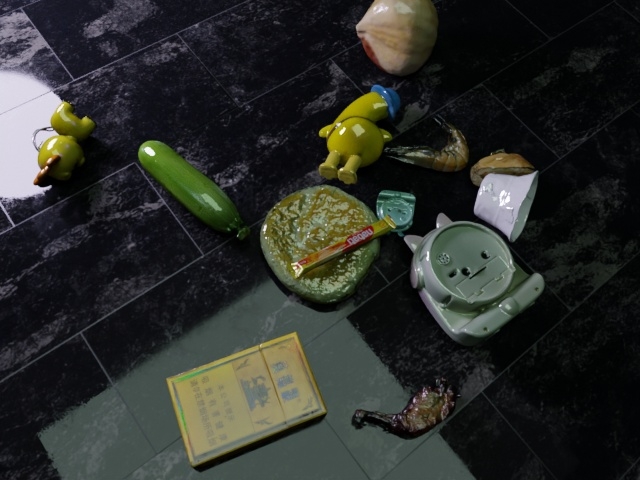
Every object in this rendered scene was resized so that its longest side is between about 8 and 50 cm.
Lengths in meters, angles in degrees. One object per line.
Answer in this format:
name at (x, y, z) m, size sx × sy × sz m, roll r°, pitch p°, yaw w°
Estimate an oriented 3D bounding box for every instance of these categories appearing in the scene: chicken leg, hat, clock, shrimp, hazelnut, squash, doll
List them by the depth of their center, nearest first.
chicken leg at (0.202, 0.387, 1.273) m, size 0.253 × 0.051 × 0.106 m, roll -14°, pitch 61°, yaw -11°
clock at (0.359, 0.075, 1.404) m, size 0.265 × 0.108 × 0.324 m, roll -33°, pitch 72°, yaw -19°
doll at (-0.663, -0.235, 1.437) m, size 0.135 × 0.143 × 0.221 m, roll 35°, pitch 60°, yaw -27°
squash at (-0.326, -0.131, 1.439) m, size 0.379 × 0.101 × 0.101 m, roll 42°, pitch 67°, yaw 12°
hat at (0.480, -0.104, 1.485) m, size 0.126 × 0.203 × 0.203 m, roll 22°, pitch 63°, yaw 26°
clock at (0.198, -0.065, 1.492) m, size 0.101 × 0.041 × 0.135 m, roll 7°, pitch 64°, yaw -3°
doll at (0.104, -0.306, 1.547) m, size 0.199 × 0.145 × 0.363 m, roll 16°, pitch 55°, yaw 15°
shrimp at (0.293, -0.284, 1.609) m, size 0.262 × 0.051 × 0.198 m, roll 5°, pitch 57°, yaw -7°
hazelnut at (0.224, -0.621, 1.652) m, size 0.241 × 0.261 × 0.261 m, roll 8°, pitch 64°, yaw -1°

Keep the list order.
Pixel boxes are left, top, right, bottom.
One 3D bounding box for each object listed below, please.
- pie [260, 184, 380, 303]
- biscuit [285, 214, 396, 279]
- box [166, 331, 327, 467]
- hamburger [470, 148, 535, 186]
pie at (0.000, 0.000, 1.428) m, size 0.323 × 0.070 × 0.323 m, roll 1°, pitch 65°, yaw -3°
biscuit at (0.054, 0.015, 1.372) m, size 0.292 × 0.026 × 0.048 m, roll -26°, pitch 49°, yaw -14°
box at (-0.159, 0.345, 1.235) m, size 0.301 × 0.084 × 0.193 m, roll -18°, pitch 68°, yaw -14°
hamburger at (0.499, -0.198, 1.571) m, size 0.176 × 0.087 × 0.102 m, roll -3°, pitch 43°, yaw 5°
